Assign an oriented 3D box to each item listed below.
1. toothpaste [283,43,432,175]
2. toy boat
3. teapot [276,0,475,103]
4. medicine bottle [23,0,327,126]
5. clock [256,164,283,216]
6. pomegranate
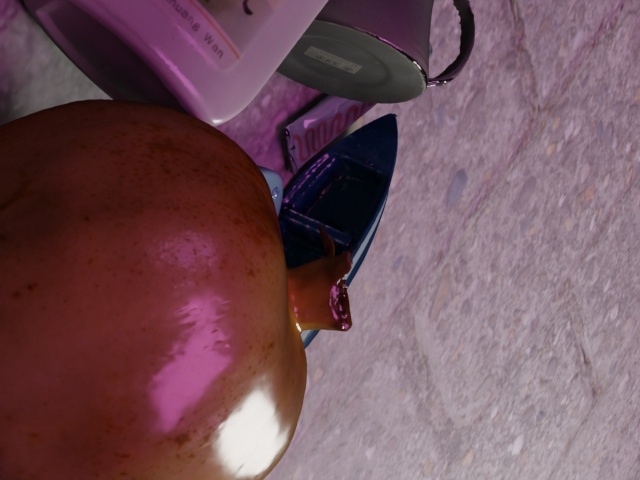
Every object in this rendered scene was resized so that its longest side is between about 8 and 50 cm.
[{"bbox_3d":[0.035,-0.141,1.209,0.205,0.036,0.056,-41,140,-30],"label":"toothpaste"},{"bbox_3d":[0.000,0.000,1.183,0.299,0.096,0.062,-57,155,-22],"label":"toy boat"},{"bbox_3d":[0.040,-0.216,1.075,0.239,0.162,0.149,23,74,-27],"label":"teapot"},{"bbox_3d":[-0.059,-0.246,0.917,0.179,0.124,0.324,44,66,-21],"label":"medicine bottle"},{"bbox_3d":[-0.096,-0.018,1.077,0.147,0.045,0.108,4,103,-55],"label":"clock"},{"bbox_3d":[-0.134,0.053,0.826,0.319,0.319,0.319,-31,131,-44],"label":"pomegranate"}]
